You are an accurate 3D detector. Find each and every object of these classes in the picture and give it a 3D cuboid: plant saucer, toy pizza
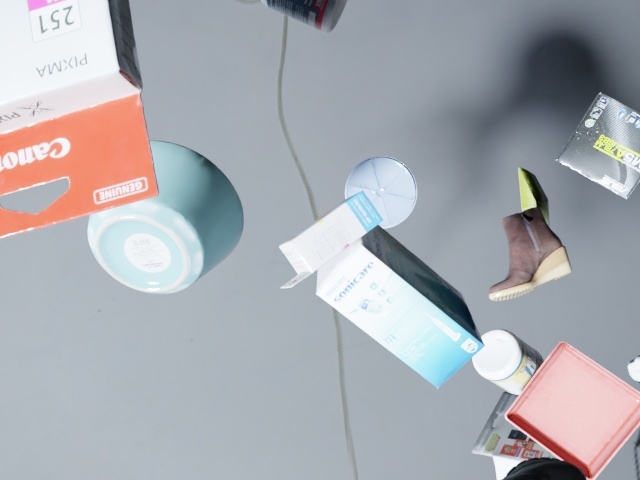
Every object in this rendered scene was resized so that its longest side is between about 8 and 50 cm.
[{"bbox_3d":[0.675,-0.112,1.943,0.045,0.188,0.188,-13,130,9],"label":"plant saucer"},{"bbox_3d":[0.650,0.427,1.572,0.259,0.048,0.258,36,103,17],"label":"plant saucer"},{"bbox_3d":[0.168,-0.134,1.723,0.201,0.032,0.201,1,94,12],"label":"toy pizza"}]

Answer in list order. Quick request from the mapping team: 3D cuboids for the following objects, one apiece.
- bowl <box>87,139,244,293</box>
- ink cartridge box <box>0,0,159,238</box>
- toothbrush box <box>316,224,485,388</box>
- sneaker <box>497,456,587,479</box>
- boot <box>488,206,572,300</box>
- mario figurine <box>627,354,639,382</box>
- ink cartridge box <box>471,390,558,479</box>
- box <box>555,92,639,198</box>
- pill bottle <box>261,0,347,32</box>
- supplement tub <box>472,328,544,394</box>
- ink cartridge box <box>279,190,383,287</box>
[{"bbox_3d":[-0.319,-0.019,1.196,0.311,0.163,0.311,5,126,7],"label":"bowl"},{"bbox_3d":[-0.319,-0.130,0.633,0.275,0.060,0.239,-15,76,7],"label":"ink cartridge box"},{"bbox_3d":[0.142,0.100,1.163,0.295,0.216,0.126,39,107,-14],"label":"toothbrush box"},{"bbox_3d":[0.328,0.456,1.067,0.286,0.130,0.109,-17,80,-1],"label":"sneaker"},{"bbox_3d":[0.535,0.037,1.684,0.248,0.090,0.207,-22,71,-5],"label":"boot"},{"bbox_3d":[0.625,0.143,1.041,0.170,0.320,0.198,11,63,8],"label":"mario figurine"},{"bbox_3d":[0.638,0.605,1.850,0.309,0.272,0.130,-37,119,-46],"label":"ink cartridge box"},{"bbox_3d":[0.693,-0.224,1.468,0.191,0.045,0.184,34,108,15],"label":"box"},{"bbox_3d":[-0.046,-0.443,1.069,0.180,0.108,0.108,24,82,3],"label":"pill bottle"},{"bbox_3d":[0.534,0.345,1.728,0.200,0.144,0.144,33,80,-36],"label":"supplement tub"},{"bbox_3d":[0.000,0.000,0.991,0.181,0.104,0.061,-36,94,-14],"label":"ink cartridge box"}]
